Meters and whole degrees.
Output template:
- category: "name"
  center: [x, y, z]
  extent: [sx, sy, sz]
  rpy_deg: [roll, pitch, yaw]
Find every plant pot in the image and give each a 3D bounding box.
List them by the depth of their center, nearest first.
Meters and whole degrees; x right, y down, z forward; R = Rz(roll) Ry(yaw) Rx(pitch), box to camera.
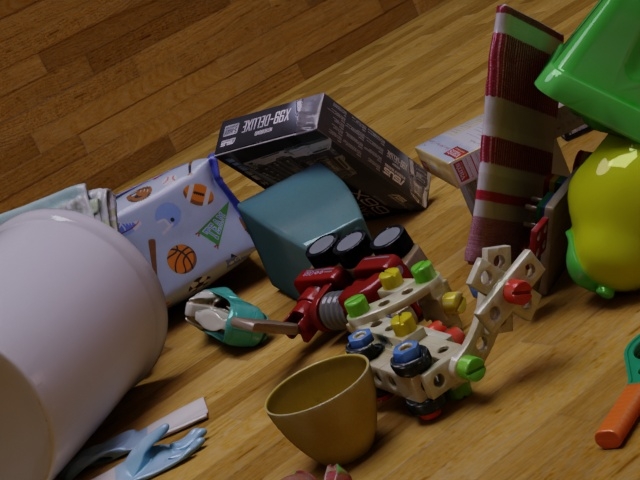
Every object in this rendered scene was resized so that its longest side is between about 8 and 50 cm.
- category: "plant pot"
  center: [0.014, 0.207, 1.589]
  extent: [0.134, 0.095, 0.134]
  rpy_deg: [-24, 15, 7]
- category: "plant pot"
  center: [0.000, 0.000, 2.192]
  extent: [0.165, 0.166, 0.234]
  rpy_deg: [-28, 22, -12]

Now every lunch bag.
- category: "lunch bag"
  center: [-0.309, 0.009, 2.522]
  extent: [0.327, 0.239, 0.385]
  rpy_deg: [-28, -1, -10]

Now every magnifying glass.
- category: "magnifying glass"
  center: [0.344, 0.146, 1.428]
  extent: [0.092, 0.026, 0.231]
  rpy_deg: [-12, 18, 39]

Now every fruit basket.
- category: "fruit basket"
  center: [0.430, -0.112, 1.705]
  extent: [0.392, 0.392, 0.283]
  rpy_deg: [-19, 11, 19]

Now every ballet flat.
- category: "ballet flat"
  center: [-0.167, 0.115, 2.165]
  extent: [0.087, 0.083, 0.247]
  rpy_deg: [14, 0, -27]

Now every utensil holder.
- category: "utensil holder"
  center: [-0.440, 0.170, 1.967]
  extent: [0.327, 0.328, 0.385]
  rpy_deg: [-19, 16, 22]

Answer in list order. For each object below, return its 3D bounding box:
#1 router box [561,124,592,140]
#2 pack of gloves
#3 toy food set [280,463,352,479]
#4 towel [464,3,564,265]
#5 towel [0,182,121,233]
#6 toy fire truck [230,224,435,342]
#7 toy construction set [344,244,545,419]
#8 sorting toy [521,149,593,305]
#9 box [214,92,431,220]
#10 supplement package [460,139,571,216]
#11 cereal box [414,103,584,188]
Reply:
- category: "router box"
  center: [0.488, -0.274, 2.395]
  extent: [0.178, 0.133, 0.046]
  rpy_deg: [-24, 16, 1]
- category: "pack of gloves"
  center: [-0.266, 0.283, 1.868]
  extent: [0.232, 0.046, 0.195]
  rpy_deg: [-25, 16, -2]
- category: "toy food set"
  center: [-0.034, 0.279, 1.471]
  extent: [0.217, 0.071, 0.128]
  rpy_deg: [-12, 20, 39]
- category: "towel"
  center: [0.257, -0.129, 1.797]
  extent: [0.037, 0.329, 0.237]
  rpy_deg: [7, 1, 27]
- category: "towel"
  center: [-0.474, 0.106, 2.266]
  extent: [0.374, 0.321, 0.090]
  rpy_deg: [-19, -10, 20]
- category: "toy fire truck"
  center: [0.015, 0.089, 1.924]
  extent: [0.217, 0.158, 0.246]
  rpy_deg: [-6, 35, 48]
- category: "toy construction set"
  center: [0.145, 0.107, 1.659]
  extent: [0.215, 0.151, 0.327]
  rpy_deg: [-31, 6, -24]
- category: "sorting toy"
  center: [0.302, -0.013, 1.801]
  extent: [0.046, 0.132, 0.274]
  rpy_deg: [14, 33, 24]
- category: "box"
  center: [0.008, -0.132, 2.377]
  extent: [0.242, 0.307, 0.077]
  rpy_deg: [-10, 58, 40]
- category: "supplement package"
  center: [0.296, -0.094, 2.088]
  extent: [0.139, 0.134, 0.244]
  rpy_deg: [-25, 15, 0]
- category: "cereal box"
  center: [0.272, -0.159, 1.990]
  extent: [0.240, 0.047, 0.173]
  rpy_deg: [-27, 16, -5]
